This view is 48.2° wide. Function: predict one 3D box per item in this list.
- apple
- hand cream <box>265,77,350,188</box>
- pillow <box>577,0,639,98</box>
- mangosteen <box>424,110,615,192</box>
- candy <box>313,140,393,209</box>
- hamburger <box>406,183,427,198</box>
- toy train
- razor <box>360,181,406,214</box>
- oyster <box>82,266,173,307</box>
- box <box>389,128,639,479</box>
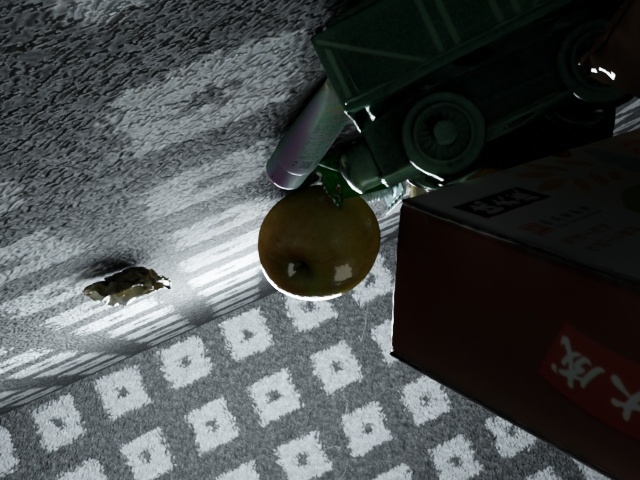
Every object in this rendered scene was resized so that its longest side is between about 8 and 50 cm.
[{"bbox_3d":[0.000,0.000,1.075,0.182,0.182,0.155,-31,-160,40],"label":"apple"},{"bbox_3d":[-0.001,-0.117,0.734,0.076,0.047,0.174,-19,163,-36],"label":"hand cream"},{"bbox_3d":[0.300,-0.132,0.284,0.108,0.306,0.307,-54,162,-34],"label":"pillow"},{"bbox_3d":[0.179,-0.086,0.701,0.212,0.249,0.211,-4,177,0],"label":"mangosteen"},{"bbox_3d":[0.093,-0.114,0.935,0.203,0.078,0.141,-31,173,7],"label":"candy"},{"bbox_3d":[0.288,-0.073,1.165,0.291,0.290,0.225,-23,177,-15],"label":"hamburger"},{"bbox_3d":[0.126,-0.134,0.541,0.270,0.154,0.115,-26,171,9],"label":"toy train"},{"bbox_3d":[0.026,-0.061,1.226,0.232,0.068,0.106,-17,170,-13],"label":"razor"},{"bbox_3d":[-0.279,0.065,1.073,0.103,0.051,0.148,-16,166,15],"label":"oyster"},{"bbox_3d":[0.303,0.034,0.486,0.385,0.122,0.345,-18,-150,-39],"label":"box"}]
